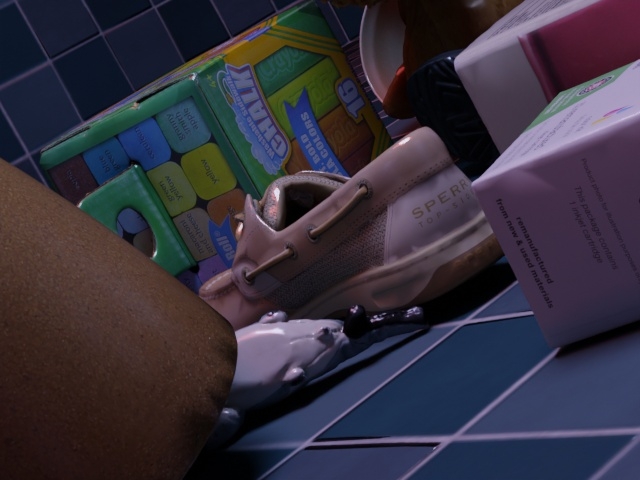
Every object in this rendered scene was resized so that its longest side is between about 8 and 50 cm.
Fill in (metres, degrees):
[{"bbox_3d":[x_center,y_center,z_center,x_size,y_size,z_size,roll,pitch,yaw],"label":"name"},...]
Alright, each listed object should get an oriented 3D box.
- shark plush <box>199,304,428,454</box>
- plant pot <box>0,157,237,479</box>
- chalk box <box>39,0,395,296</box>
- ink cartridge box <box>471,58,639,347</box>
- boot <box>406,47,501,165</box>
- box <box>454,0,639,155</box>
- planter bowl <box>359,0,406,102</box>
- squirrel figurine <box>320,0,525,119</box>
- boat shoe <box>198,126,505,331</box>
[{"bbox_3d":[-0.021,0.062,0.918,0.161,0.073,0.067,-32,-21,6],"label":"shark plush"},{"bbox_3d":[-0.212,0.039,0.792,0.237,0.254,0.237,-35,23,18],"label":"plant pot"},{"bbox_3d":[-0.088,-0.051,1.326,0.179,0.180,0.289,-23,12,32],"label":"chalk box"},{"bbox_3d":[0.198,-0.048,0.744,0.212,0.093,0.154,-20,11,31],"label":"ink cartridge box"},{"bbox_3d":[0.211,-0.150,1.230,0.207,0.094,0.246,-39,21,-34],"label":"boot"},{"bbox_3d":[0.218,-0.108,0.900,0.232,0.127,0.148,-22,12,35],"label":"box"},{"bbox_3d":[0.133,-0.200,1.616,0.109,0.162,0.162,0,-14,-45],"label":"planter bowl"},{"bbox_3d":[0.081,-0.285,1.373,0.397,0.370,0.281,-4,2,-40],"label":"squirrel figurine"},{"bbox_3d":[0.000,0.000,1.019,0.109,0.098,0.302,-34,8,-31],"label":"boat shoe"}]
